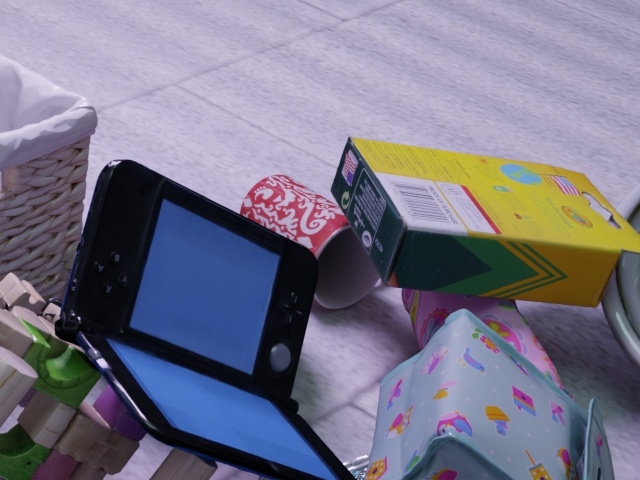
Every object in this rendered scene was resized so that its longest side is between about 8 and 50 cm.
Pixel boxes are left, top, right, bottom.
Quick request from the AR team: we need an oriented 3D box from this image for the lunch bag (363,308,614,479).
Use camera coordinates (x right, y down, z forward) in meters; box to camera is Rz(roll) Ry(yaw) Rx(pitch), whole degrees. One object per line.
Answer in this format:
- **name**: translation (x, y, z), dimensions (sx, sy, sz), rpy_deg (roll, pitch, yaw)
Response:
- **lunch bag**: translation (0.181, 0.227, 1.402), dimensions (0.262, 0.160, 0.223), rpy_deg (39, 27, -11)

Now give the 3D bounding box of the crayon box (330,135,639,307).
- **crayon box**: translation (0.192, -0.018, 1.679), dimensions (0.319, 0.081, 0.202), rpy_deg (6, 29, -22)

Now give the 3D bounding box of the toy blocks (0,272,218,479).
- **toy blocks**: translation (-0.307, 0.189, 1.314), dimensions (0.289, 0.260, 0.309), rpy_deg (35, 3, -43)

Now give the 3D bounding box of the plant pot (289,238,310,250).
- **plant pot**: translation (-0.118, 0.079, 1.592), dimensions (0.237, 0.237, 0.109), rpy_deg (-4, 74, -18)

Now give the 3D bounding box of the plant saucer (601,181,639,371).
- **plant saucer**: translation (0.512, 0.075, 1.731), dimensions (0.401, 0.100, 0.400), rpy_deg (1, 54, -2)

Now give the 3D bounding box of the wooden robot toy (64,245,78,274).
- **wooden robot toy**: translation (-0.204, 0.042, 1.695), dimensions (0.079, 0.076, 0.173), rpy_deg (22, 6, 34)

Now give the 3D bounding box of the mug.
- **mug**: translation (-0.008, 0.006, 1.817), dimensions (0.113, 0.150, 0.169), rpy_deg (-45, 46, -9)

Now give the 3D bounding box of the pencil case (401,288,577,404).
- **pencil case**: translation (0.180, 0.124, 1.634), dimensions (0.124, 0.124, 0.284), rpy_deg (-3, 34, -17)

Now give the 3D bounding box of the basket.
- **basket**: translation (-0.469, -0.049, 1.615), dimensions (0.331, 0.266, 0.328), rpy_deg (29, 37, 28)

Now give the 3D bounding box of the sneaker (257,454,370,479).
- **sneaker**: translation (0.024, 0.254, 1.450), dimensions (0.167, 0.065, 0.076), rpy_deg (-5, 49, -14)

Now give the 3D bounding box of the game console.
- **game console**: translation (-0.072, 0.085, 1.360), dimensions (0.173, 0.250, 0.293), rpy_deg (0, -19, 42)
